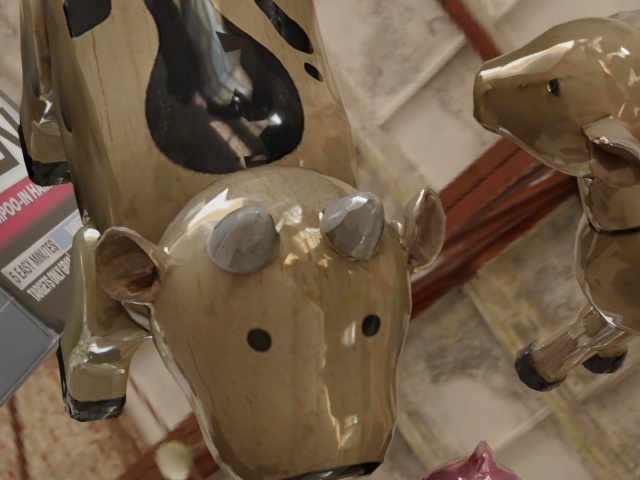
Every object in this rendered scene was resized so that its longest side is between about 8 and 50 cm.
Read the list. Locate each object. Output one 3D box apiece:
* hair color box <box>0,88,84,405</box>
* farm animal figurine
[{"bbox_3d":[-0.273,-0.070,0.703,0.374,0.185,0.113,42,-74,-5],"label":"hair color box"},{"bbox_3d":[0.000,0.000,0.409,0.326,0.330,0.172,56,-28,23],"label":"farm animal figurine"}]
